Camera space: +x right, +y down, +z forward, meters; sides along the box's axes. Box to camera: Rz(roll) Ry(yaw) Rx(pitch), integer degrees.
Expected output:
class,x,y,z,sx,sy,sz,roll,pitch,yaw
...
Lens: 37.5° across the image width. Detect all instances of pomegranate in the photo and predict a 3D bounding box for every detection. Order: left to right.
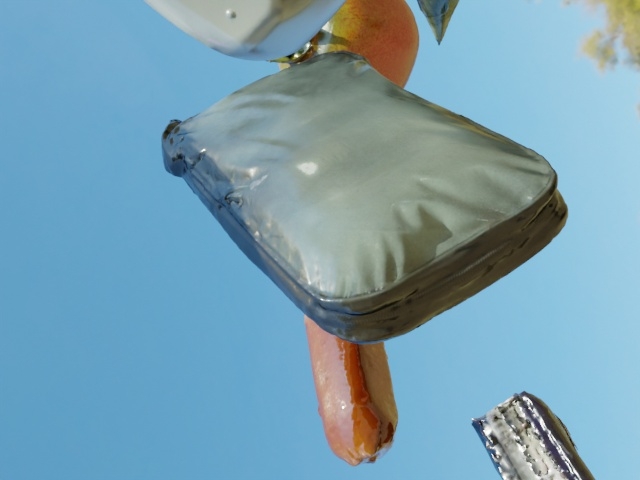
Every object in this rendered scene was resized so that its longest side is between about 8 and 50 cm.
class,x,y,z,sx,sy,sz,roll,pitch,yaw
pomegranate,0.027,-0.299,1.448,0.257,0.221,0.220,4,-111,-44

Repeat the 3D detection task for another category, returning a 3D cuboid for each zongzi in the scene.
class,x,y,z,sx,sy,sz,roll,pitch,yaw
zongzi,0.122,-0.224,0.811,0.052,0.104,0.113,-40,-61,-31

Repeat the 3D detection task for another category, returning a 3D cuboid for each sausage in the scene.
class,x,y,z,sx,sy,sz,roll,pitch,yaw
sausage,0.036,0.141,1.262,0.094,0.097,0.348,36,-146,-43

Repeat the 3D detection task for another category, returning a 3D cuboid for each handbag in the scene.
class,x,y,z,sx,sy,sz,roll,pitch,yaw
handbag,0.012,-0.054,0.694,0.192,0.332,0.075,-31,-51,-14

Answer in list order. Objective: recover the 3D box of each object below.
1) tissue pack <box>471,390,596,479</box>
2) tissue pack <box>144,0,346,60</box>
class,x,y,z,sx,sy,sz,roll,pitch,yaw
tissue pack,0.330,0.365,1.168,0.245,0.123,0.332,50,-170,-51
tissue pack,-0.031,-0.352,0.919,0.229,0.333,0.236,37,-154,4
